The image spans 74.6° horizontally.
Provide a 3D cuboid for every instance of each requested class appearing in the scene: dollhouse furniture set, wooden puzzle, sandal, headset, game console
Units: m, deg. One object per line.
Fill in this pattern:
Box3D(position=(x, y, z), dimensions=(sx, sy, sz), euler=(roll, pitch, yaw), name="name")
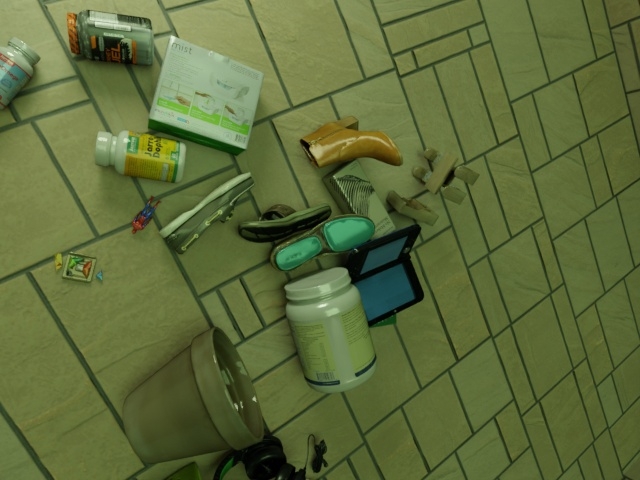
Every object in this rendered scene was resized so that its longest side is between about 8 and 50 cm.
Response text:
Box3D(position=(0.368, -0.194, 1.443), dimensions=(0.161, 0.212, 0.241), euler=(19, 111, -26), name="dollhouse furniture set")
Box3D(position=(-0.632, 0.071, 1.099), dimensions=(0.117, 0.014, 0.078), euler=(7, 90, -25), name="wooden puzzle")
Box3D(position=(-0.112, -0.067, 1.293), dimensions=(0.303, 0.120, 0.086), euler=(-17, 71, -25), name="sandal")
Box3D(position=(-0.134, 0.714, 1.256), dimensions=(0.395, 0.244, 0.185), euler=(-13, 123, -41), name="headset")
Box3D(position=(0.234, 0.116, 1.397), dimensions=(0.293, 0.250, 0.173), euler=(-21, 57, -27), name="game console")

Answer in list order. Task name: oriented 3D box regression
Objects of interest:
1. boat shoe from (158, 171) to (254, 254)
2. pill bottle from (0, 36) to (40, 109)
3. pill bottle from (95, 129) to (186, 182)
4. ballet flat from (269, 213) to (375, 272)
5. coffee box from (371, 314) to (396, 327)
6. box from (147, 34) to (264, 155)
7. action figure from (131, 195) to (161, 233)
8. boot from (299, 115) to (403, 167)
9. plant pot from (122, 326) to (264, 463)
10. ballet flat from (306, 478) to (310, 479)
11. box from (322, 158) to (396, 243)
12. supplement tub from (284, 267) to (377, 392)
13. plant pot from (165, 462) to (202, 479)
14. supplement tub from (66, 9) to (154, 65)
Box3D(position=(-0.305, -0.082, 1.194), dimensions=(0.305, 0.109, 0.091), euler=(-39, 108, -12), name="boat shoe")
Box3D(position=(-0.742, -0.394, 0.988), dimensions=(0.087, 0.087, 0.160), euler=(36, 78, -22), name="pill bottle")
Box3D(position=(-0.469, -0.223, 1.104), dimensions=(0.209, 0.118, 0.117), euler=(7, 89, -24), name="pill bottle")
Box3D(position=(0.000, 0.000, 1.324), dimensions=(0.349, 0.123, 0.123), euler=(-22, 101, -14), name="ballet flat")
Box3D(position=(0.178, 0.246, 1.463), dimensions=(0.184, 0.040, 0.113), euler=(-5, 93, -24), name="coffee box")
Box3D(position=(-0.315, -0.390, 1.162), dimensions=(0.262, 0.127, 0.230), euler=(13, 86, -24), name="box")
Box3D(position=(-0.482, -0.067, 1.154), dimensions=(0.038, 0.030, 0.115), euler=(35, 83, -16), name="action figure")
Box3D(position=(0.086, -0.270, 1.293), dimensions=(0.211, 0.295, 0.104), euler=(-33, 143, -17), name="boot")
Box3D(position=(-0.341, 0.435, 1.115), dimensions=(0.281, 0.323, 0.322), euler=(-25, 103, -4), name="plant pot")
Box3D(position=(-0.086, 0.804, 1.354), dimensions=(0.207, 0.073, 0.067), euler=(-4, 80, -28), name="ballet flat")
Box3D(position=(0.129, -0.122, 1.395), dimensions=(0.113, 0.094, 0.275), euler=(-39, 107, -18), name="box")
Box3D(position=(0.028, 0.267, 1.288), dimensions=(0.236, 0.235, 0.324), euler=(-19, 100, -23), name="supplement tub")
Box3D(position=(-0.398, 0.791, 1.128), dimensions=(0.207, 0.227, 0.227), euler=(-16, 99, -17), name="plant pot")
Box3D(position=(-0.527, -0.513, 1.065), dimensions=(0.191, 0.117, 0.116), euler=(-5, 94, -24), name="supplement tub")
